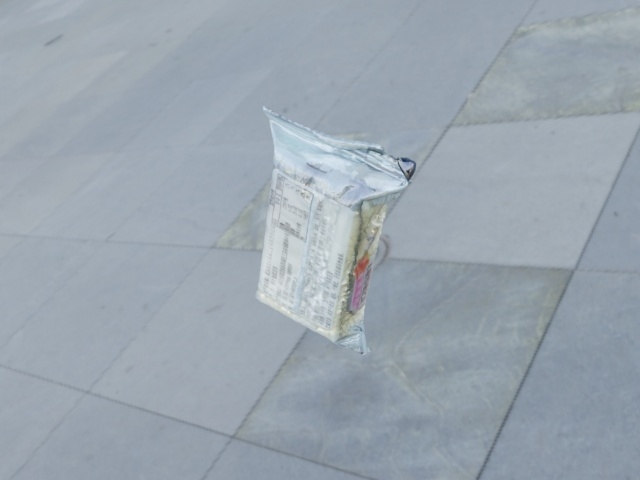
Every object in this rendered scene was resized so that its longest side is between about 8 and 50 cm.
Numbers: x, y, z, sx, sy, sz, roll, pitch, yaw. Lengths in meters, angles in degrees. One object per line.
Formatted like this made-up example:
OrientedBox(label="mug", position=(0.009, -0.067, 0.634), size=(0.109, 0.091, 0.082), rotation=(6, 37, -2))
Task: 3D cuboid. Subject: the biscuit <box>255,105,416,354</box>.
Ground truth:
OrientedBox(label="biscuit", position=(0.004, 0.002, 0.897), size=(0.186, 0.309, 0.079), rotation=(26, 41, 21))
